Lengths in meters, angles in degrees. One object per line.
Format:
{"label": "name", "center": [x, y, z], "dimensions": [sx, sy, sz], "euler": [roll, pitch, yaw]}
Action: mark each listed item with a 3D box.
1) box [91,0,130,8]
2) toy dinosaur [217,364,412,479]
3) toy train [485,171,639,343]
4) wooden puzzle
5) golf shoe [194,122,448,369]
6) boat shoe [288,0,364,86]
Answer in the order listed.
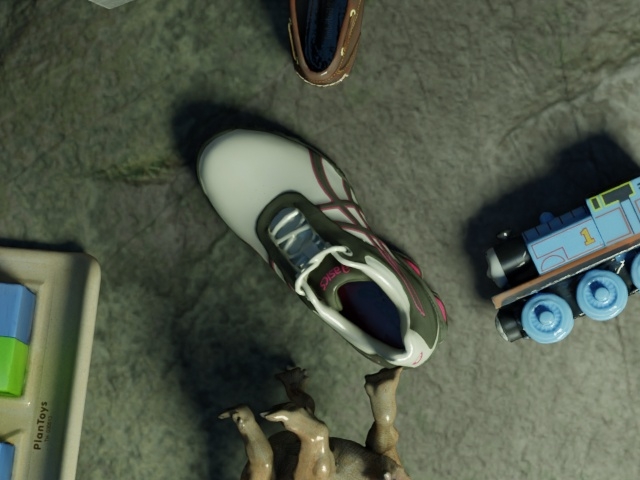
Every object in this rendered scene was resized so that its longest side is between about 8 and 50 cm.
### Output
{"label": "box", "center": [-0.178, -0.315, 1.125], "dimensions": [0.114, 0.103, 0.203], "euler": [-19, 91, 7]}
{"label": "toy dinosaur", "center": [0.009, 0.215, 1.085], "dimensions": [0.127, 0.296, 0.200], "euler": [-20, 95, -36]}
{"label": "toy train", "center": [0.224, 0.017, 1.116], "dimensions": [0.184, 0.080, 0.105], "euler": [-24, 81, 9]}
{"label": "wooden puzzle", "center": [-0.379, 0.152, 1.150], "dimensions": [0.348, 0.080, 0.322], "euler": [4, 79, 7]}
{"label": "golf shoe", "center": [0.000, 0.000, 1.118], "dimensions": [0.273, 0.120, 0.105], "euler": [42, 98, 4]}
{"label": "boat shoe", "center": [0.007, -0.235, 1.126], "dimensions": [0.073, 0.073, 0.207], "euler": [-1, 92, 10]}
